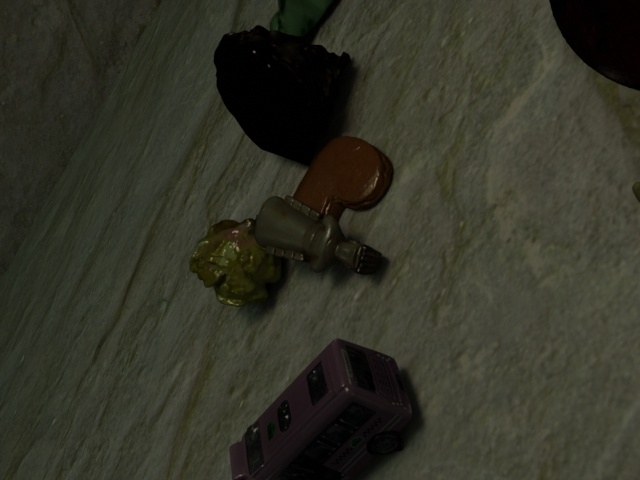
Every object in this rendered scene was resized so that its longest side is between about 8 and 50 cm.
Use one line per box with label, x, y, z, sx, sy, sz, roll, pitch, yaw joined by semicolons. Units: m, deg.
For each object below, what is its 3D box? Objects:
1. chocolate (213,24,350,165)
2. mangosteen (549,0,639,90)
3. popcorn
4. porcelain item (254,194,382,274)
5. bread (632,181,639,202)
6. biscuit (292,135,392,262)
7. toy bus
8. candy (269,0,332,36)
chocolate;-0.036;-0.260;1.230;0.177;0.206;0.224;-41;40;-24
mangosteen;0.269;-0.242;0.615;0.235;0.261;0.235;-40;37;38
popcorn;-0.119;0.032;1.163;0.126;0.126;0.145;-26;22;11
porcelain item;0.000;0.000;1.023;0.213;0.054;0.084;21;99;46
bread;0.300;-0.072;0.552;0.147;0.152;0.127;-56;27;30
biscuit;0.013;-0.054;1.101;0.192;0.036;0.186;-61;31;5
toy bus;-0.002;0.201;0.834;0.199;0.108;0.096;-49;32;23
candy;-0.010;-0.497;1.421;0.262;0.172;0.397;-83;13;-49
